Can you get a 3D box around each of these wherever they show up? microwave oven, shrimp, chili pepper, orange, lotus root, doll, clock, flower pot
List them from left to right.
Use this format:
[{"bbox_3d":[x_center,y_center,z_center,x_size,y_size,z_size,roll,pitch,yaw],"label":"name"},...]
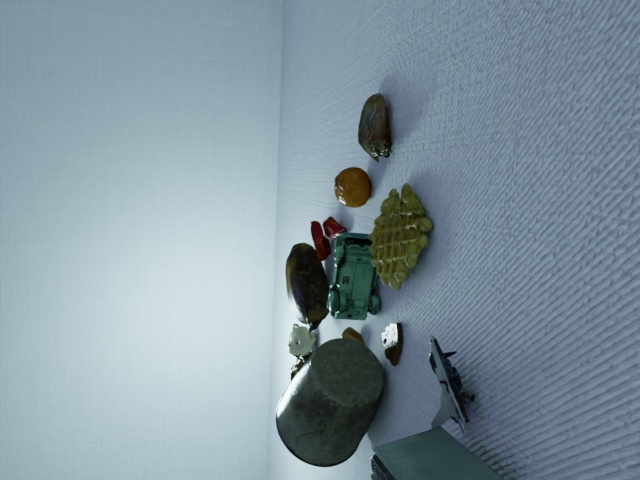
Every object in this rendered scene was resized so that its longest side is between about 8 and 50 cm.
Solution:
[{"bbox_3d":[-0.092,0.547,2.185,0.175,0.149,0.278,16,122,42],"label":"doll"},{"bbox_3d":[-0.058,0.191,1.934,0.196,0.179,0.398,85,173,-67],"label":"lotus root"},{"bbox_3d":[0.000,0.000,1.873,0.155,0.061,0.113,68,-169,-59],"label":"clock"},{"bbox_3d":[0.043,0.474,1.382,0.294,0.293,0.330,-104,28,-45],"label":"flower pot"},{"bbox_3d":[0.065,-0.042,1.740,0.169,0.064,0.088,-157,50,-70],"label":"chili pepper"},{"bbox_3d":[0.101,-0.174,1.485,0.135,0.117,0.136,-174,90,-80],"label":"orange"},{"bbox_3d":[0.165,-0.332,1.336,0.317,0.077,0.168,-108,26,-58],"label":"shrimp"},{"bbox_3d":[0.206,0.535,0.805,0.237,0.181,0.295,-166,68,-71],"label":"microwave oven"}]

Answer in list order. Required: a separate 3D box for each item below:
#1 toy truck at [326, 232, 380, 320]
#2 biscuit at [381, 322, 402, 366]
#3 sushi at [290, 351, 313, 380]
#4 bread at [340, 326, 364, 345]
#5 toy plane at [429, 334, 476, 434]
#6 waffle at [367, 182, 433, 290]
[{"bbox_3d":[0.103,0.112,1.393,0.156,0.154,0.279,-103,18,-68],"label":"toy truck"},{"bbox_3d":[0.202,0.277,1.254,0.119,0.019,0.130,-106,22,-50],"label":"biscuit"},{"bbox_3d":[-0.022,0.546,1.756,0.234,0.207,0.349,-111,21,-44],"label":"sushi"},{"bbox_3d":[0.119,0.340,1.536,0.062,0.103,0.049,-33,-29,-54],"label":"bread"},{"bbox_3d":[0.259,0.284,0.907,0.160,0.082,0.234,-103,6,-69],"label":"toy plane"},{"bbox_3d":[0.196,-0.013,1.186,0.261,0.056,0.250,-108,32,-48],"label":"waffle"}]
